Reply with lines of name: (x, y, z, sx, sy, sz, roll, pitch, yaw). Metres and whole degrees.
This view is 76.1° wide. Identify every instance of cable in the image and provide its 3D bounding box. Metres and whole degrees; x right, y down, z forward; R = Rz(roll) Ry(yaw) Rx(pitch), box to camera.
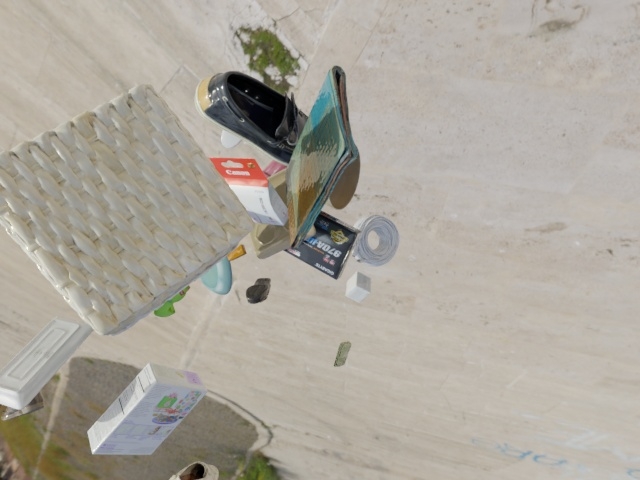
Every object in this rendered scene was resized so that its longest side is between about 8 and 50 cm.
cable: (0.266, 0.001, 2.024, 0.257, 0.257, 0.089, 14, 172, -24)

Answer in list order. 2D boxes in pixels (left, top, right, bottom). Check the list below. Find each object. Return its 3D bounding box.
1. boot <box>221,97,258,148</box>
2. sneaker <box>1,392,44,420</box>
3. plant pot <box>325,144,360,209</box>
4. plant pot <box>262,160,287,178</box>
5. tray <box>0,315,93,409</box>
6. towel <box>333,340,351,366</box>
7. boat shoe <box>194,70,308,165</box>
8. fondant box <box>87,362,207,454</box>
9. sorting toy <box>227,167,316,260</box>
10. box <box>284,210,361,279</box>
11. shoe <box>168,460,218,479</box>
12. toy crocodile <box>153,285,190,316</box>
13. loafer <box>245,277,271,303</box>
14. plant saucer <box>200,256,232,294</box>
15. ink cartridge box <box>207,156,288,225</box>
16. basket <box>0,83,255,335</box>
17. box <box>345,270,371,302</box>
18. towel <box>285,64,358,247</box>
boot: (-0.321, -0.505, 1.743, 0.095, 0.123, 0.258, 37, 106, 3)
sneaker: (-0.839, 0.455, 1.155, 0.188, 0.071, 0.066, -24, 167, 27)
plant pot: (0.022, -0.287, 1.722, 0.190, 0.284, 0.284, 16, 148, 27)
plant pot: (-0.165, -0.276, 1.774, 0.201, 0.180, 0.201, 33, 178, 1)
tray: (-0.748, 0.306, 1.090, 0.145, 0.270, 0.030, 9, 130, 12)
towel: (0.096, 0.489, 1.760, 0.027, 0.110, 0.148, 16, 173, 19)
boat shoe: (-0.129, -0.360, 1.257, 0.500, 0.187, 0.156, 19, 160, -38)
fondant box: (-0.602, 0.602, 1.444, 0.096, 0.330, 0.238, 45, -176, 40)
sorting toy: (-0.177, -0.063, 1.286, 0.307, 0.229, 0.041, -25, 166, 18)
box: (0.000, 0.000, 1.340, 0.220, 0.051, 0.175, 29, 107, 16)
shoe: (-0.349, 0.669, 1.152, 0.076, 0.058, 0.219, 30, 177, 24)
toy crocodile: (-0.376, 0.066, 1.151, 0.115, 0.341, 0.105, 33, -179, 43)
loafer: (-0.234, 0.210, 1.613, 0.080, 0.220, 0.078, -1, 101, 8)
plant saucer: (-0.433, 0.064, 1.560, 0.317, 0.043, 0.318, 28, 128, 44)
ink cartridge box: (-0.216, -0.133, 1.155, 0.189, 0.066, 0.232, 7, 154, 27)
basket: (-0.347, -0.038, 0.750, 0.331, 0.328, 0.266, 55, 158, -8)
box: (0.187, 0.229, 2.014, 0.087, 0.101, 0.102, 28, 129, -15)
towel: (-0.014, -0.182, 0.970, 0.040, 0.272, 0.370, 7, 147, -19)
